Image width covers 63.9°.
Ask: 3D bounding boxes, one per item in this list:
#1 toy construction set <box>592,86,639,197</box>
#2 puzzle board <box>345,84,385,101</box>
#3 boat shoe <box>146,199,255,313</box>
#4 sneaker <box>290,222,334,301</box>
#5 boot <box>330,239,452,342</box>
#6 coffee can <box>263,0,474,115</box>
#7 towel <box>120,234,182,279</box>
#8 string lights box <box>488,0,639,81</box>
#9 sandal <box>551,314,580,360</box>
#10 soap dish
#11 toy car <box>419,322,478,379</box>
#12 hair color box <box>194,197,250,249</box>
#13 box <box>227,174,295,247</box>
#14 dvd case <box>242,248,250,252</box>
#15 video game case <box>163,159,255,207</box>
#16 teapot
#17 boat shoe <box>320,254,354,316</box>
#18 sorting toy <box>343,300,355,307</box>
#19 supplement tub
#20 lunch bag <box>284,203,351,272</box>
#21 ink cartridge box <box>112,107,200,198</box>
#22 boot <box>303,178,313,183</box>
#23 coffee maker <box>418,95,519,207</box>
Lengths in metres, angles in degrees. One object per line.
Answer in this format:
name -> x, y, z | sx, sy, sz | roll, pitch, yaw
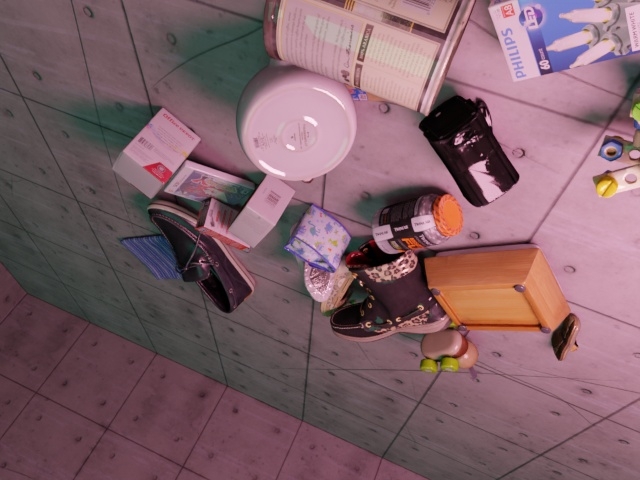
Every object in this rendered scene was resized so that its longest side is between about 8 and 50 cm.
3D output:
toy construction set -> 0.580, -0.153, 0.727 | 0.327, 0.151, 0.215 | 5, 117, 19
puzzle board -> 0.092, -0.313, 0.995 | 0.128, 0.011, 0.096 | 7, 143, 30
boat shoe -> -0.412, 0.064, 1.750 | 0.186, 0.156, 0.500 | -2, 135, 41
sneaker -> -0.027, 0.066, 1.475 | 0.115, 0.090, 0.232 | 130, 124, -72
boot -> 0.148, 0.143, 1.416 | 0.377, 0.138, 0.284 | -9, 129, 34
coffee can -> 0.077, -0.336, 0.798 | 0.275, 0.202, 0.202 | 23, 147, 7
towel -> -0.621, 0.075, 2.021 | 0.335, 0.040, 0.243 | -4, 135, 40
string lights box -> 0.384, -0.322, 0.707 | 0.259, 0.077, 0.133 | -4, 137, 39
sandal -> 0.643, 0.254, 1.325 | 0.049, 0.072, 0.180 | 1, 139, 3
soap dish -> 0.421, 0.125, 1.252 | 0.290, 0.118, 0.229 | -8, 133, 42
toy car -> 0.408, 0.337, 1.538 | 0.188, 0.155, 0.149 | 31, 149, -27
hair color box -> -0.277, -0.046, 1.508 | 0.053, 0.093, 0.167 | -11, 150, 42
box -> -0.162, -0.079, 1.389 | 0.091, 0.130, 0.170 | 35, 146, -11
dvd case -> -0.273, -0.009, 1.673 | 0.087, 0.013, 0.119 | 21, 147, 10
video game case -> -0.312, -0.148, 1.433 | 0.201, 0.023, 0.183 | 16, 155, -30
teapot -> -0.051, -0.255, 1.030 | 0.252, 0.187, 0.256 | 25, 124, -30
boat shoe -> 0.059, 0.151, 1.566 | 0.089, 0.105, 0.285 | 17, 143, 7
sorting toy -> 0.093, 0.217, 1.714 | 0.083, 0.012, 0.062 | -7, 128, 47
supplement tub -> 0.221, -0.039, 1.176 | 0.190, 0.117, 0.117 | -15, 128, 47
lunch bag -> 0.000, 0.000, 1.380 | 0.151, 0.129, 0.096 | 32, 148, -8
ink cartridge box -> -0.427, -0.227, 1.342 | 0.128, 0.176, 0.127 | 40, 147, -16
boot -> -0.044, -0.191, 1.243 | 0.106, 0.037, 0.114 | 39, 150, -12
coffee maker -> 0.274, -0.150, 0.939 | 0.120, 0.171, 0.178 | -24, 124, 32
